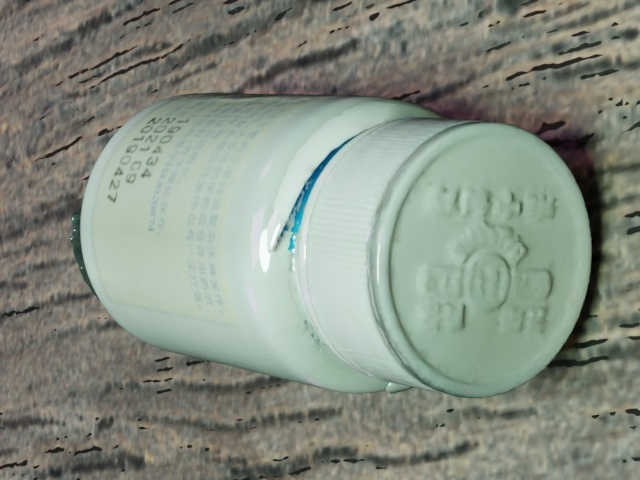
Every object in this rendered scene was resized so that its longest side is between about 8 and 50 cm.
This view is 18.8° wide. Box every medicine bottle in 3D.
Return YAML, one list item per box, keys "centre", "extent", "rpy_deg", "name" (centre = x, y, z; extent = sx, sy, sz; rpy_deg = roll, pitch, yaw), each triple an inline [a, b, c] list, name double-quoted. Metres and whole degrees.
- centre: [0.000, 0.000, 0.931]
  extent: [0.258, 0.143, 0.143]
  rpy_deg: [9, 91, 56]
  name: "medicine bottle"
